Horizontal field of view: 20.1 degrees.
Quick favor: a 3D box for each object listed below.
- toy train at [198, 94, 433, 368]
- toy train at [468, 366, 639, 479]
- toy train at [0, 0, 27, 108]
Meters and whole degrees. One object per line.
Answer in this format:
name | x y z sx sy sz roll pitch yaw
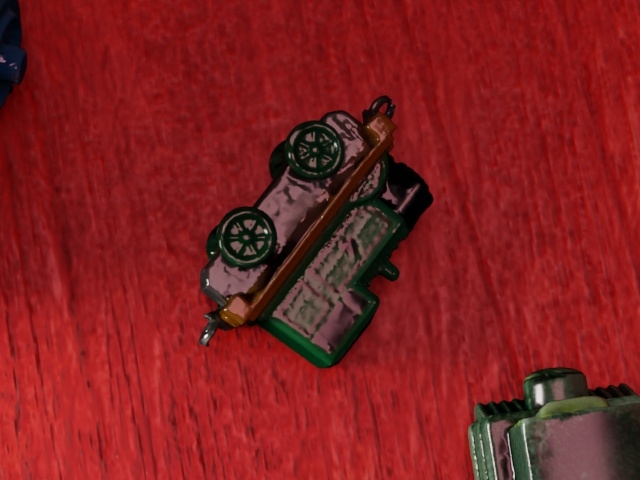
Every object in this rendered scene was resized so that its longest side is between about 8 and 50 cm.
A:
toy train | 0.000 0.000 1.306 0.136 0.091 0.227 40 79 -3
toy train | 0.190 0.243 1.208 0.139 0.178 0.330 -8 79 -2
toy train | -0.323 -0.090 1.229 0.188 0.265 0.300 15 80 2
